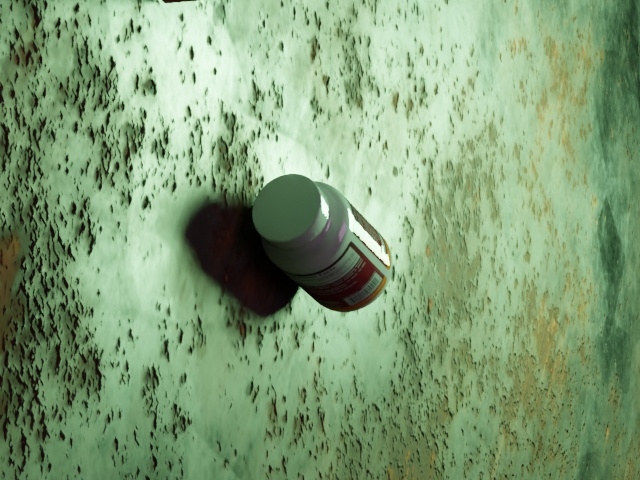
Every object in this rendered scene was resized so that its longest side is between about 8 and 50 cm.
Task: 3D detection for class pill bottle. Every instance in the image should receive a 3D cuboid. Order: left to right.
[{"bbox_3d":[0.000,0.000,1.543,0.152,0.086,0.086,45,49,-57],"label":"pill bottle"}]

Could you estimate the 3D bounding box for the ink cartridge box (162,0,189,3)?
[{"bbox_3d":[-0.080,-0.287,1.272,0.237,0.172,0.100,55,40,-51],"label":"ink cartridge box"}]
